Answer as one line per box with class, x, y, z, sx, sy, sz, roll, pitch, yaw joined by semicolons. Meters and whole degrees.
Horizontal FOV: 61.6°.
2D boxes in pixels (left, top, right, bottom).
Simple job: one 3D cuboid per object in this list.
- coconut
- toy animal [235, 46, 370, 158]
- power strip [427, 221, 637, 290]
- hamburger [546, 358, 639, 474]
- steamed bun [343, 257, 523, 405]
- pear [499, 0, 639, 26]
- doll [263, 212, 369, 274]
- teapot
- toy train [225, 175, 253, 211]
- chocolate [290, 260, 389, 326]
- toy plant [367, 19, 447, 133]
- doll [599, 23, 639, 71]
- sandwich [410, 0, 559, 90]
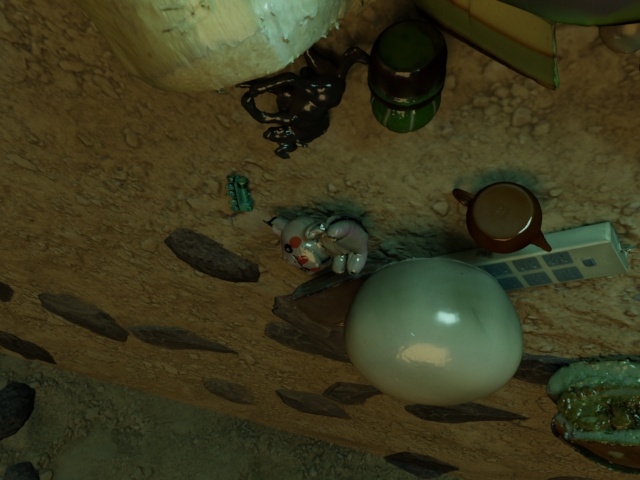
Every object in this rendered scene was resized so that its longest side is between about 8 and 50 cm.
coconut;-0.093;-0.285;0.436;0.297;0.297;0.255;-2;129;26
toy animal;-0.028;-0.205;0.738;0.148;0.085;0.232;16;148;-25
power strip;0.360;0.043;0.960;0.367;0.043;0.106;-15;137;39
hamburger;0.704;0.410;1.230;0.317;0.195;0.277;-12;141;40
steamed bun;0.203;0.185;0.988;0.324;0.207;0.324;5;145;3
pear;0.220;-0.302;0.243;0.398;0.165;0.399;-3;163;-1
doll;0.000;0.000;1.006;0.192;0.095;0.149;-9;134;36
teapot;0.280;-0.034;0.834;0.173;0.116;0.116;34;154;24
toy train;-0.152;-0.086;1.002;0.045;0.029;0.092;5;146;3
chocolate;0.071;0.103;1.141;0.261;0.083;0.161;-17;137;28
toy plant;0.104;-0.190;0.658;0.092;0.093;0.162;10;167;9
doll;0.376;-0.205;0.474;0.255;0.152;0.196;24;149;-14
sandwich;0.145;-0.231;0.515;0.144;0.187;0.117;-6;142;21
